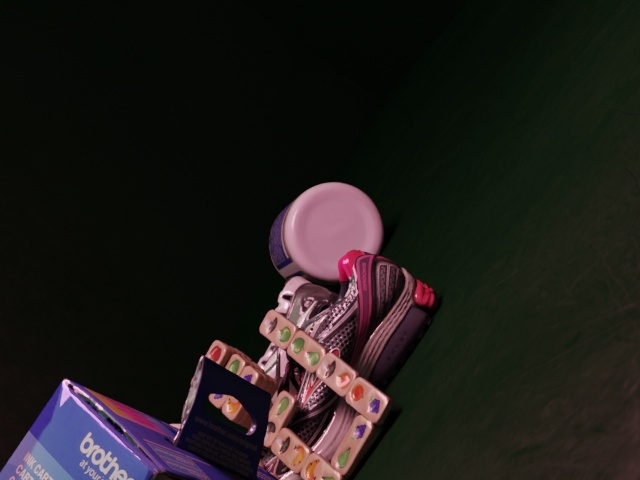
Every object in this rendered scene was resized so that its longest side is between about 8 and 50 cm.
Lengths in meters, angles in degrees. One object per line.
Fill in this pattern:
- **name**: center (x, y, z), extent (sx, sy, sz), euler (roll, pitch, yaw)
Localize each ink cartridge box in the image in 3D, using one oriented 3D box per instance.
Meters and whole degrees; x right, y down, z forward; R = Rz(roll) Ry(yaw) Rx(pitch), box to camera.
- **ink cartridge box**: center (-0.155, 0.288, 1.166), extent (0.151, 0.270, 0.395), euler (36, 90, 41)

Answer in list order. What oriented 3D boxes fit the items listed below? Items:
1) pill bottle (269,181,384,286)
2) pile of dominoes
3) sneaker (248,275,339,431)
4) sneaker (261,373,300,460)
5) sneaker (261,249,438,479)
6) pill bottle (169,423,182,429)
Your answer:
- **pill bottle**: center (0.000, 0.000, 2.337), extent (0.153, 0.153, 0.264), euler (-56, 6, -11)
- **pile of dominoes**: center (-0.054, 0.188, 1.503), extent (0.251, 0.040, 0.196), euler (33, 94, 52)
- **sneaker**: center (-0.023, 0.163, 1.880), extent (0.106, 0.078, 0.234), euler (8, 78, 39)
- **sneaker**: center (-0.042, 0.227, 1.736), extent (0.118, 0.083, 0.222), euler (-60, -5, 1)
- **sneaker**: center (0.001, 0.151, 1.577), extent (0.299, 0.112, 0.121), euler (-57, 6, -13)
- **pill bottle**: center (-0.218, 0.370, 1.855), extent (0.169, 0.169, 0.301), euler (-51, 7, 35)
